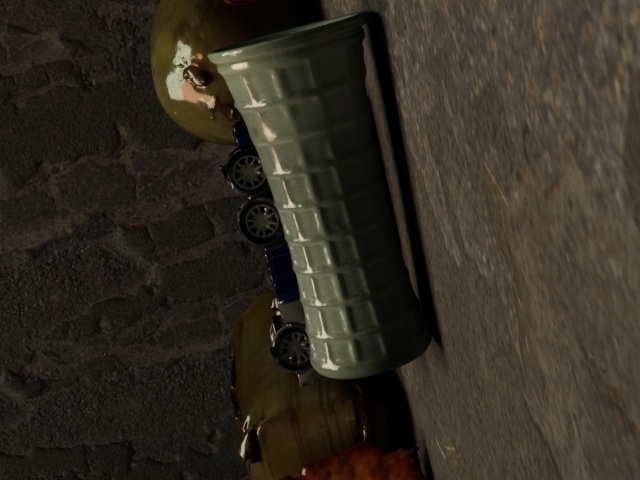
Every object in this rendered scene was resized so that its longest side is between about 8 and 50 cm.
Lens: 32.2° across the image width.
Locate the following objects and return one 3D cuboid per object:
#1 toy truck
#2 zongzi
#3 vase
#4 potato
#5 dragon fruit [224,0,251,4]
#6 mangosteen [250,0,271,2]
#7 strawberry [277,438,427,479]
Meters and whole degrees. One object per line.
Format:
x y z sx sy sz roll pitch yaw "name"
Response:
0.000 0.000 1.119 0.124 0.155 0.268 -139 34 -85 "toy truck"
0.007 0.317 1.615 0.500 0.218 0.467 -108 6 -66 "zongzi"
0.011 -0.036 0.966 0.143 0.143 0.299 -115 10 -76 "vase"
-0.108 -0.242 1.447 0.326 0.221 0.243 -2 -91 -81 "potato"
-0.088 -0.342 1.202 0.209 0.172 0.172 -126 23 -61 "dragon fruit"
-0.058 -0.282 0.852 0.250 0.211 0.211 32 145 39 "mangosteen"
0.020 0.384 1.276 0.150 0.280 0.253 79 168 -77 "strawberry"
